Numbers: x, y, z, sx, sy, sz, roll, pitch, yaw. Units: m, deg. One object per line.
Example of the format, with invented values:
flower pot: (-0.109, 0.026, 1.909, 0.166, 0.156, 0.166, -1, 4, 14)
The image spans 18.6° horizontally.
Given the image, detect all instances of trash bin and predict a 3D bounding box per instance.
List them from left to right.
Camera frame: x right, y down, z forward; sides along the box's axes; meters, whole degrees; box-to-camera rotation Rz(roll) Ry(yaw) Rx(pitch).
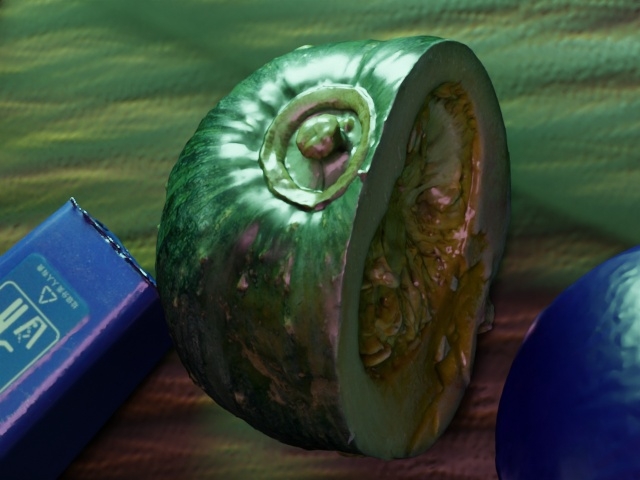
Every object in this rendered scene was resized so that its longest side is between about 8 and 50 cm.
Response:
trash bin: (-0.222, 0.098, 1.517, 0.234, 0.184, 0.162, -45, 70, -3)

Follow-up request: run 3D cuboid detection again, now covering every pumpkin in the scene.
pumpkin: (0.000, 0.000, 1.397, 0.197, 0.263, 0.293, 11, 72, 31)

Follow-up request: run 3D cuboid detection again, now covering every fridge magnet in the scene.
fridge magnet: (0.240, 0.119, 1.329, 0.265, 0.112, 0.265, -21, 53, 30)
